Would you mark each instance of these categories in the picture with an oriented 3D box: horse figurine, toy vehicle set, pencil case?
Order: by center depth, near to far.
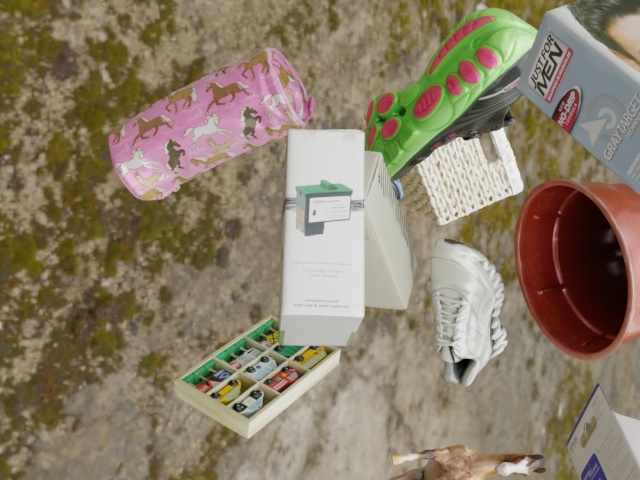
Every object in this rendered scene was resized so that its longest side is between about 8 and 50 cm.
[{"bbox_3d":[0.133,0.301,1.009,0.175,0.263,0.066,-2,59,-22],"label":"horse figurine"},{"bbox_3d":[-0.106,0.231,1.444,0.267,0.166,0.035,-32,136,-48],"label":"toy vehicle set"},{"bbox_3d":[-0.206,-0.217,1.553,0.167,0.386,0.160,13,55,-69],"label":"pencil case"}]

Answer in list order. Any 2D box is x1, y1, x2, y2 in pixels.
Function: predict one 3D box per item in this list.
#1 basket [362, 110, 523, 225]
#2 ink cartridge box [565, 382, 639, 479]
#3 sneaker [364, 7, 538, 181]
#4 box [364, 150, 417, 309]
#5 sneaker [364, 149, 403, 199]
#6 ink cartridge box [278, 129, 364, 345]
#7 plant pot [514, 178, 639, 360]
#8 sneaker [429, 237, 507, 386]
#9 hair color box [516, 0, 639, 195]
[{"bbox_3d":[0.328,-0.249,2.237,0.266,0.331,0.328,-29,112,-9],"label":"basket"},{"bbox_3d":[0.478,0.410,1.223,0.370,0.069,0.175,-103,-164,-47],"label":"ink cartridge box"},{"bbox_3d":[0.236,-0.225,1.494,0.202,0.483,0.185,11,66,-27],"label":"sneaker"},{"bbox_3d":[0.058,-0.009,1.196,0.275,0.113,0.094,66,35,-52],"label":"box"},{"bbox_3d":[0.110,-0.142,1.766,0.188,0.078,0.067,32,27,-38],"label":"sneaker"},{"bbox_3d":[0.000,0.000,0.953,0.160,0.093,0.219,101,-10,-70],"label":"ink cartridge box"},{"bbox_3d":[0.485,0.021,1.246,0.265,0.272,0.272,-10,107,-19],"label":"plant pot"},{"bbox_3d":[0.223,0.119,1.290,0.118,0.110,0.292,-49,137,-28],"label":"sneaker"},{"bbox_3d":[0.417,-0.125,0.889,0.185,0.374,0.113,-24,147,-27],"label":"hair color box"}]
